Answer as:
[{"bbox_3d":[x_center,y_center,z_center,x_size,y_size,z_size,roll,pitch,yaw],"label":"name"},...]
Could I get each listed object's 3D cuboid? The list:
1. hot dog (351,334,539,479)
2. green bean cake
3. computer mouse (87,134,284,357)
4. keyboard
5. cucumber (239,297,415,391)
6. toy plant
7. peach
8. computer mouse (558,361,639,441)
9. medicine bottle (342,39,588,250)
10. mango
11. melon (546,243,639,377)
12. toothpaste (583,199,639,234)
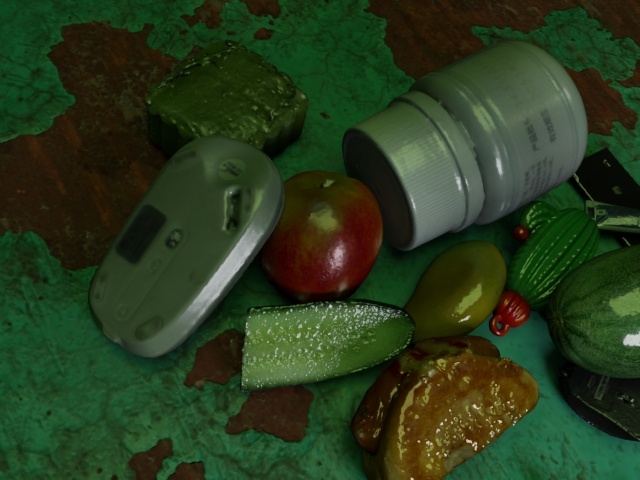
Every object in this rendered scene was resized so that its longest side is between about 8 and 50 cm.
[{"bbox_3d":[0.150,0.210,0.896,0.256,0.150,0.153,-29,79,-21],"label":"hot dog"},{"bbox_3d":[-0.147,-0.200,1.087,0.200,0.113,0.214,36,62,12],"label":"green bean cake"},{"bbox_3d":[-0.183,0.005,0.947,0.197,0.095,0.331,36,87,27],"label":"computer mouse"},{"bbox_3d":[0.538,-0.016,1.139,0.106,0.027,0.317,-24,67,-16],"label":"keyboard"},{"bbox_3d":[0.008,0.134,0.944,0.243,0.063,0.115,-3,97,-6],"label":"cucumber"},{"bbox_3d":[0.347,0.054,1.040,0.154,0.088,0.240,24,71,-14],"label":"toy plant"},{"bbox_3d":[0.000,0.000,0.996,0.190,0.192,0.190,7,25,-4],"label":"peach"},{"bbox_3d":[0.418,0.229,0.973,0.172,0.057,0.099,26,61,21],"label":"computer mouse"},{"bbox_3d":[0.211,-0.139,1.031,0.306,0.245,0.245,-27,69,-15],"label":"medicine bottle"},{"bbox_3d":[0.197,0.080,0.992,0.122,0.085,0.191,18,65,40],"label":"mango"},{"bbox_3d":[0.453,0.094,0.950,0.287,0.182,0.182,-13,64,-15],"label":"melon"},{"bbox_3d":[0.527,-0.029,1.111,0.197,0.035,0.057,9,59,3],"label":"toothpaste"}]
